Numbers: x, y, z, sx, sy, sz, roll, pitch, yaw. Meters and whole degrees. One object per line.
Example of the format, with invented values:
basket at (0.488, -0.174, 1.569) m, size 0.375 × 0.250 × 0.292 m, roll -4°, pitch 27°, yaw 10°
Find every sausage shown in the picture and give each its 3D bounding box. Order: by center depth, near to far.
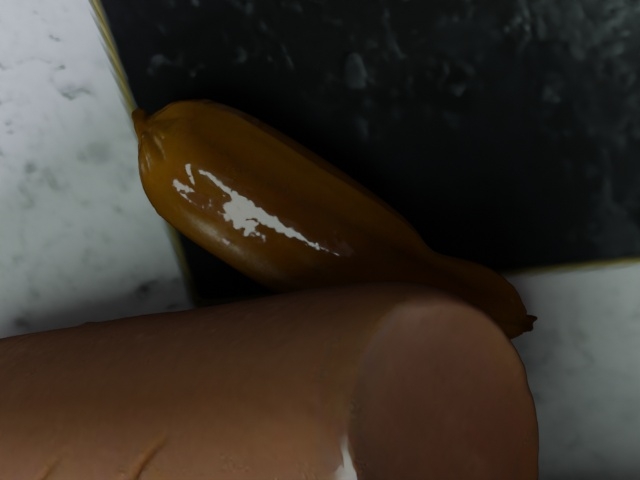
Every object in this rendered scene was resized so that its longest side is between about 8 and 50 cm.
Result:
sausage at (0.000, 0.000, 0.756) m, size 0.183 × 0.054 × 0.062 m, roll 32°, pitch 154°, yaw -2°
sausage at (-0.056, 0.087, 0.757) m, size 0.304 × 0.121 × 0.121 m, roll -11°, pitch 115°, yaw 44°
